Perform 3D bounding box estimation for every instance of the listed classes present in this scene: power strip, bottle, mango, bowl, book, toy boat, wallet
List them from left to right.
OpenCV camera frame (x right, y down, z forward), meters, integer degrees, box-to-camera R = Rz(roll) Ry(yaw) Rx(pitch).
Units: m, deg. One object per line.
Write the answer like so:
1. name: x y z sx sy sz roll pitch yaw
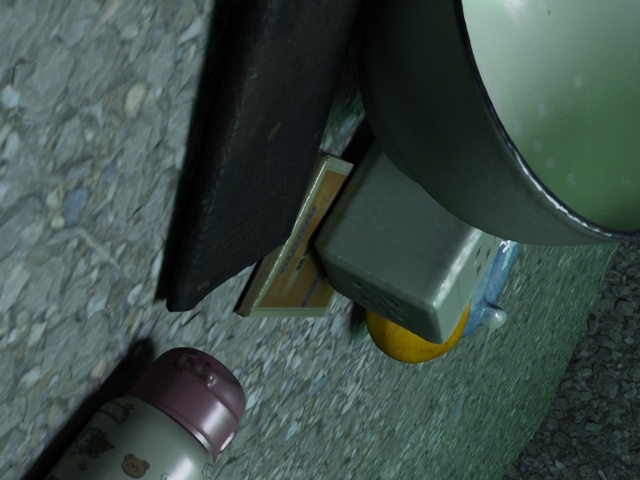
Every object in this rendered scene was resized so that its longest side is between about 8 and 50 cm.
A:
1. bottle: -0.148 0.187 1.139 0.233 0.110 0.110 -54 161 -26
2. wallet: -0.041 -0.096 1.126 0.170 0.044 0.321 -40 156 -48
3. book: 0.001 0.000 1.436 0.170 0.018 0.242 -64 163 6
4. mango: 0.115 0.058 1.698 0.145 0.112 0.219 -51 156 -23
5. power strip: 0.110 -0.035 1.431 0.224 0.139 0.140 -59 163 -13
6. toy boat: 0.230 -0.016 1.904 0.330 0.123 0.215 -65 164 6
7. bowl: 0.157 -0.148 1.256 0.185 0.354 0.354 -17 -161 42
